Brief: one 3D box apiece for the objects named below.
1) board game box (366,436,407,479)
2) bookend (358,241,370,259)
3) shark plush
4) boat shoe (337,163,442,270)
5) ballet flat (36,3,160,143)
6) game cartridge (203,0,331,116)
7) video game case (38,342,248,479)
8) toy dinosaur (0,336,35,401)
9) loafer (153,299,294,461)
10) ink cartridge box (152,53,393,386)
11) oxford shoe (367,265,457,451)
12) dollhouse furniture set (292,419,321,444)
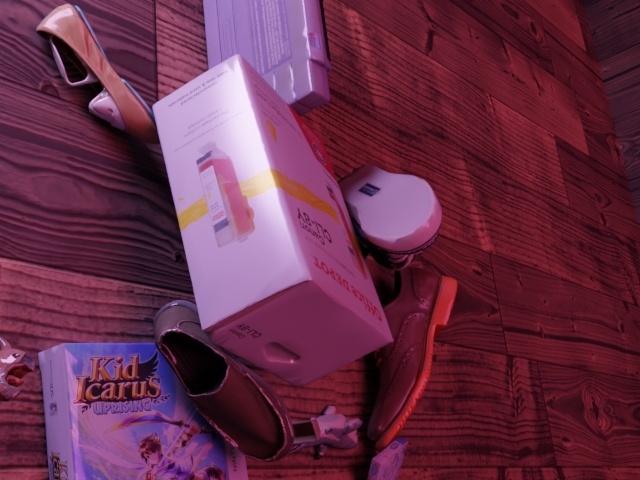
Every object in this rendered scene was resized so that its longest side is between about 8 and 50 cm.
[{"bbox_3d":[0.107,0.385,1.352,0.090,0.020,0.090,-21,129,-53],"label":"board game box"},{"bbox_3d":[0.000,0.000,1.413,0.157,0.072,0.156,54,40,-16],"label":"bookend"},{"bbox_3d":[0.008,0.318,1.284,0.161,0.073,0.067,-11,111,-57],"label":"shark plush"},{"bbox_3d":[0.130,-0.015,1.297,0.158,0.127,0.340,55,-1,-22],"label":"boat shoe"},{"bbox_3d":[-0.319,-0.222,1.157,0.073,0.080,0.232,-39,102,-23],"label":"ballet flat"},{"bbox_3d":[-0.094,-0.350,1.346,0.068,0.230,0.355,20,58,-52],"label":"game cartridge"},{"bbox_3d":[-0.216,0.255,1.037,0.270,0.061,0.244,8,65,-48],"label":"video game case"},{"bbox_3d":[-0.452,0.139,0.769,0.296,0.127,0.200,30,43,-23],"label":"toy dinosaur"},{"bbox_3d":[-0.131,0.192,1.030,0.251,0.094,0.087,49,9,-7],"label":"loafer"},{"bbox_3d":[-0.066,-0.023,1.147,0.279,0.160,0.384,40,27,-55],"label":"ink cartridge box"},{"bbox_3d":[0.135,0.205,1.467,0.133,0.130,0.363,23,56,2],"label":"oxford shoe"},{"bbox_3d":[-0.067,0.268,1.168,0.081,0.114,0.091,-18,89,-48],"label":"dollhouse furniture set"}]
